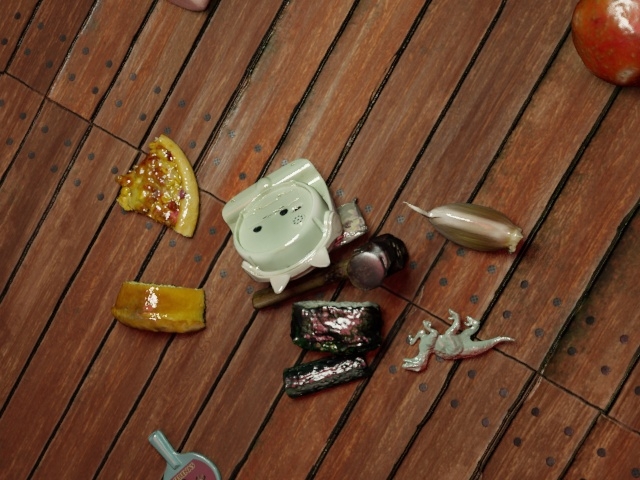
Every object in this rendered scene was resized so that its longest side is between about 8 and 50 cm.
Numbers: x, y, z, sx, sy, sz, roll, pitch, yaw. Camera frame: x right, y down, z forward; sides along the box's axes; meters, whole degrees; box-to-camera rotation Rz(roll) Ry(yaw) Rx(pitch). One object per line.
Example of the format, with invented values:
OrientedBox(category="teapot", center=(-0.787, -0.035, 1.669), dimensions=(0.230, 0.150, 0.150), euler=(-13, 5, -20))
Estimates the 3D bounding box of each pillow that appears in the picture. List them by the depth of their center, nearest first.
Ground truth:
OrientedBox(category="pillow", center=(0.000, 0.000, 1.250), dimensions=(0.255, 0.169, 0.059), euler=(-29, 121, 8))

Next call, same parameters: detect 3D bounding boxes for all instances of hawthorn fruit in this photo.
OrientedBox(category="hawthorn fruit", center=(0.691, -0.441, 1.074), dimensions=(0.254, 0.254, 0.300), euler=(-38, 71, 7))

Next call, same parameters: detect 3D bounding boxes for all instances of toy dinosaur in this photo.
OrientedBox(category="toy dinosaur", center=(0.329, 0.251, 1.217), dimensions=(0.242, 0.053, 0.167), euler=(11, 91, 10))

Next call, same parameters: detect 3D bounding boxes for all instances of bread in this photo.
OrientedBox(category="bread", center=(-0.432, 0.171, 1.309), dimensions=(0.260, 0.134, 0.129), euler=(5, 88, 10))

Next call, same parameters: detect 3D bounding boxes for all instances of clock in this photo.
OrientedBox(category="clock", center=(-0.084, -0.029, 1.186), dimensions=(0.265, 0.108, 0.324), euler=(-30, 43, 6))

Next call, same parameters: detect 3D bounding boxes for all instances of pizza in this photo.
OrientedBox(category="pizza", center=(-0.438, -0.133, 1.347), dimensions=(0.228, 0.081, 0.290), euler=(-14, 87, 9))

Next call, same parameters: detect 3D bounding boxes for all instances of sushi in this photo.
OrientedBox(category="sushi", center=(0.037, 0.208, 1.232), dimensions=(0.225, 0.124, 0.127), euler=(1, 88, 9))

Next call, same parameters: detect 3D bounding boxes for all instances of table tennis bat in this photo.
OrientedBox(category="table tennis bat", center=(-0.361, 0.598, 1.335), dimensions=(0.153, 0.040, 0.244), euler=(-41, 87, 7))

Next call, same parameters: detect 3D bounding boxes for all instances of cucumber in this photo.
OrientedBox(category="cucumber", center=(0.015, 0.330, 1.263), dimensions=(0.211, 0.062, 0.078), euler=(-17, 85, 9))

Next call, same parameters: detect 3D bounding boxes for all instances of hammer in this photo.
OrientedBox(category="hammer", center=(0.001, 0.087, 1.217), dimensions=(0.408, 0.242, 0.095), euler=(-19, 91, 23))

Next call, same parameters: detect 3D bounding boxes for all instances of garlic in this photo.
OrientedBox(category="garlic", center=(0.320, -0.042, 1.181), dimensions=(0.266, 0.148, 0.128), euler=(10, 59, 10))

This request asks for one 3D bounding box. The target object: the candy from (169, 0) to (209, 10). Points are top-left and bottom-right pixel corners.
OrientedBox(category="candy", center=(-0.387, -0.677, 1.269), dimensions=(0.255, 0.255, 0.094), euler=(27, 94, 9))
